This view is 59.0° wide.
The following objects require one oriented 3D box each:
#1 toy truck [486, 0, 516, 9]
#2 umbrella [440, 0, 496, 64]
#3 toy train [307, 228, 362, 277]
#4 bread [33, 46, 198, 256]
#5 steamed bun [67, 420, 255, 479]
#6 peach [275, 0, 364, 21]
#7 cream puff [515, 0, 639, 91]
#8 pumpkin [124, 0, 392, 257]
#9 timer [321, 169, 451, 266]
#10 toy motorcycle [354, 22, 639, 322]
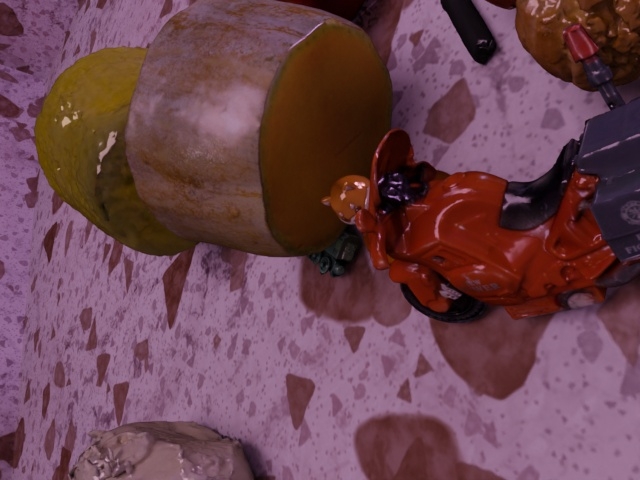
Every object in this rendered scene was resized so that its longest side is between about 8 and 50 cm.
[{"bbox_3d":[0.210,-0.385,0.588,0.114,0.107,0.253,-1,87,49],"label":"toy truck"},{"bbox_3d":[0.175,-0.265,0.683,0.036,0.031,0.133,-40,49,35],"label":"umbrella"},{"bbox_3d":[0.000,0.000,0.816,0.148,0.038,0.071,35,104,51],"label":"toy train"},{"bbox_3d":[-0.308,-0.162,1.027,0.307,0.348,0.348,30,102,46],"label":"bread"},{"bbox_3d":[-0.261,0.437,0.850,0.333,0.233,0.312,-17,65,50],"label":"steamed bun"},{"bbox_3d":[-0.021,-0.406,0.846,0.243,0.199,0.243,-62,-1,-1],"label":"peach"},{"bbox_3d":[0.254,-0.212,0.458,0.129,0.189,0.189,37,108,46],"label":"cream puff"},{"bbox_3d":[-0.051,-0.124,0.706,0.199,0.332,0.332,28,101,36],"label":"pumpkin"},{"bbox_3d":[0.070,-0.035,0.642,0.132,0.152,0.132,-20,63,47],"label":"timer"},{"bbox_3d":[0.162,-0.026,0.488,0.325,0.221,0.148,-24,25,45],"label":"toy motorcycle"}]
